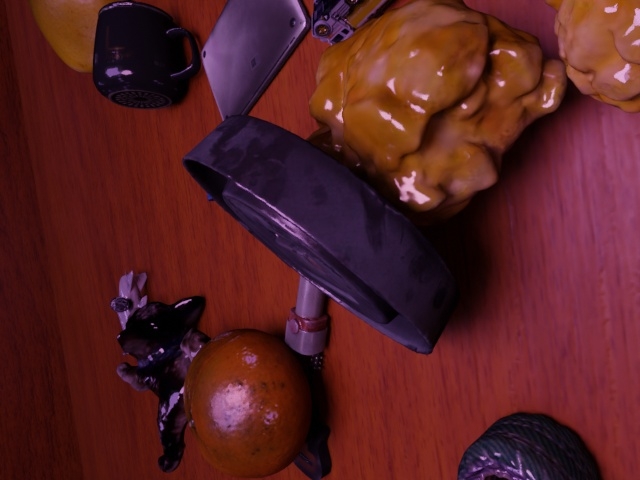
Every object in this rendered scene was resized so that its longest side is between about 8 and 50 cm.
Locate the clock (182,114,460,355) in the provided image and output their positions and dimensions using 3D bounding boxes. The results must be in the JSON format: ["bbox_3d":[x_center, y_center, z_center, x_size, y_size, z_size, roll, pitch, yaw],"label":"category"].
[{"bbox_3d":[-0.001,0.000,0.461,0.318,0.319,0.066,30,76,40],"label":"clock"}]

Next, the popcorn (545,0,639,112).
[{"bbox_3d":[0.238,-0.167,0.264,0.179,0.170,0.180,11,133,12],"label":"popcorn"}]

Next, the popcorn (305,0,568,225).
[{"bbox_3d":[0.090,-0.110,0.420,0.191,0.190,0.253,-59,36,-2],"label":"popcorn"}]

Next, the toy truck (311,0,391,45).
[{"bbox_3d":[0.044,-0.286,0.510,0.123,0.062,0.052,-28,56,46],"label":"toy truck"}]

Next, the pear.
[{"bbox_3d":[-0.626,-0.624,1.068,0.340,0.191,0.387,10,104,46],"label":"pear"}]

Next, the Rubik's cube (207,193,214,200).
[{"bbox_3d":[-0.132,-0.120,0.708,0.092,0.092,0.092,-10,90,47],"label":"Rubik's cube"}]

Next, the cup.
[{"bbox_3d":[-0.336,-0.366,0.849,0.222,0.169,0.177,-4,87,18],"label":"cup"}]

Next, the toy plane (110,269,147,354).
[{"bbox_3d":[-0.510,0.208,1.170,0.251,0.101,0.256,-8,92,59],"label":"toy plane"}]

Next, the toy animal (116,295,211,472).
[{"bbox_3d":[-0.314,0.243,0.909,0.344,0.194,0.303,37,128,33],"label":"toy animal"}]

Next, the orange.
[{"bbox_3d":[-0.120,0.253,0.674,0.240,0.171,0.240,18,112,52],"label":"orange"}]

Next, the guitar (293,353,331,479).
[{"bbox_3d":[-0.014,0.284,0.708,0.088,0.025,0.234,19,110,44],"label":"guitar"}]

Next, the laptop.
[{"bbox_3d":[-0.125,-0.332,0.715,0.269,0.015,0.188,-36,70,45],"label":"laptop"}]

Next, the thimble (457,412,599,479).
[{"bbox_3d":[0.200,0.249,0.424,0.118,0.090,0.135,30,121,43],"label":"thimble"}]

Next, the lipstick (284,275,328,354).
[{"bbox_3d":[-0.014,0.074,0.648,0.063,0.057,0.187,22,110,44],"label":"lipstick"}]
